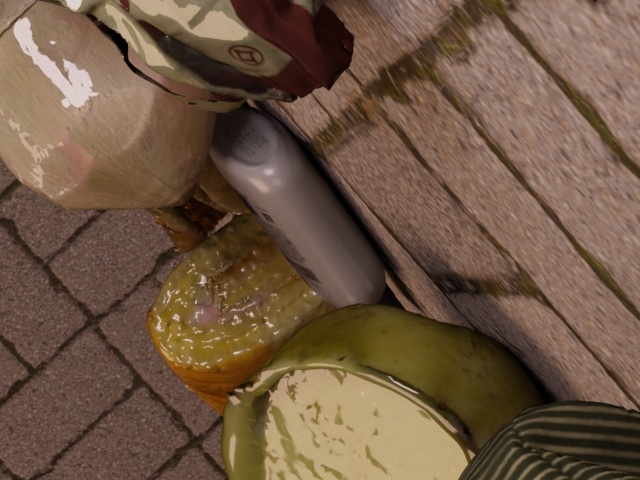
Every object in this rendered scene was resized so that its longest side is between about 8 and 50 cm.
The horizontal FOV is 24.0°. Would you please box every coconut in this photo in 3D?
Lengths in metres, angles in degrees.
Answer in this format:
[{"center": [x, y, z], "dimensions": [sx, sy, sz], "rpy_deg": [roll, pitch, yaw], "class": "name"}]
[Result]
[{"center": [-0.187, -0.126, 1.280], "dimensions": [0.234, 0.224, 0.224], "rpy_deg": [51, 174, -8], "class": "coconut"}]

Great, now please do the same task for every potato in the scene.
[{"center": [0.099, 0.155, 1.243], "dimensions": [0.330, 0.213, 0.280], "rpy_deg": [20, 134, 30], "class": "potato"}]

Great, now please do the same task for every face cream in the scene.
[{"center": [0.000, 0.000, 1.399], "dimensions": [0.291, 0.071, 0.144], "rpy_deg": [54, 173, -37], "class": "face cream"}]

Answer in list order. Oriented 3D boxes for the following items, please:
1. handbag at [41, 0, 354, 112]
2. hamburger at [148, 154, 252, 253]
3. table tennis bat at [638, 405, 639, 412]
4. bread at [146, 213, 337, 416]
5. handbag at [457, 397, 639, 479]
[{"center": [-0.098, -0.163, 0.786], "dimensions": [0.235, 0.127, 0.213], "rpy_deg": [48, 173, -17], "class": "handbag"}, {"center": [-0.179, -0.130, 1.548], "dimensions": [0.283, 0.144, 0.259], "rpy_deg": [48, 180, -43], "class": "hamburger"}, {"center": [0.222, 0.135, 0.932], "dimensions": [0.095, 0.014, 0.158], "rpy_deg": [45, 175, 36], "class": "table tennis bat"}, {"center": [-0.080, 0.097, 1.819], "dimensions": [0.165, 0.236, 0.375], "rpy_deg": [49, 175, 13], "class": "bread"}, {"center": [0.192, 0.251, 0.757], "dimensions": [0.340, 0.247, 0.240], "rpy_deg": [38, -176, -36], "class": "handbag"}]
